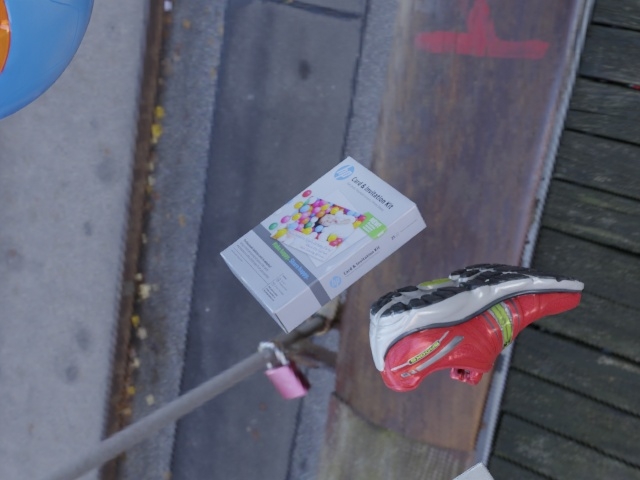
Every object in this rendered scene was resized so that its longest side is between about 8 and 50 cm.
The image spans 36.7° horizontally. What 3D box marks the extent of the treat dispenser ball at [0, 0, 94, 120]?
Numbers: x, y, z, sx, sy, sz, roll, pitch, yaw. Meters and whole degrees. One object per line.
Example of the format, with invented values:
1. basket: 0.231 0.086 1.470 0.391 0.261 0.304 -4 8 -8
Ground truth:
1. treat dispenser ball: -0.335 -0.232 0.807 0.288 0.288 0.288 7 102 36

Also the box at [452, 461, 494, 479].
1. box: 0.270 0.464 1.384 0.094 0.113 0.275 -31 69 -7

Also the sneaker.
1. sneaker: 0.169 0.095 1.049 0.107 0.279 0.118 13 111 59

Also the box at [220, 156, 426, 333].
1. box: 0.000 0.000 1.040 0.145 0.186 0.038 43 166 52
